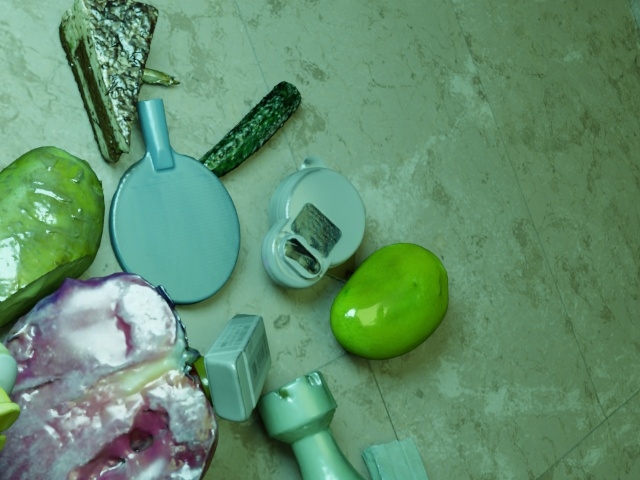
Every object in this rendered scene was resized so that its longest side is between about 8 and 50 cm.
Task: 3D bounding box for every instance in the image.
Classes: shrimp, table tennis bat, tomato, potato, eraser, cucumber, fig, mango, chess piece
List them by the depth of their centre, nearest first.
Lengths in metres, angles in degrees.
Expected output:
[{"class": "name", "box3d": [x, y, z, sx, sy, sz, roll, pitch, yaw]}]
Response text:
[{"class": "tomato", "box3d": [-0.295, 0.220, 1.136, 0.289, 0.176, 0.335, -22, 81, -13]}, {"class": "potato", "box3d": [-0.392, 0.000, 1.136, 0.176, 0.141, 0.298, 25, 55, -7]}, {"class": "eraser", "box3d": [-0.116, 0.175, 1.229, 0.352, 0.061, 0.089, -73, 151, -83]}, {"class": "fig", "box3d": [-0.180, 0.216, 1.306, 0.074, 0.074, 0.088, 17, 39, -36]}, {"class": "table tennis bat", "box3d": [-0.236, -0.060, 1.339, 0.215, 0.044, 0.329, -14, 92, -31]}, {"class": "chess piece", "box3d": [0.007, 0.367, 1.357, 0.194, 0.194, 0.299, -17, 79, -43]}, {"class": "shrimp", "box3d": [-0.283, -0.247, 1.397, 0.114, 0.023, 0.083, 2, 78, -35]}, {"class": "cucumber", "box3d": [-0.129, -0.180, 1.483, 0.067, 0.067, 0.293, 52, 51, -16]}, {"class": "mango", "box3d": [0.129, 0.120, 1.553, 0.273, 0.149, 0.185, -45, 114, -34]}]

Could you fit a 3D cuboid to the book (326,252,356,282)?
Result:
[{"class": "book", "box3d": [0.000, 0.000, 1.571, 0.172, 0.012, 0.118, 24, 62, -34]}]

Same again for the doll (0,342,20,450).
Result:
[{"class": "doll", "box3d": [-0.469, 0.132, 0.999, 0.296, 0.141, 0.117, 35, 30, 10]}]

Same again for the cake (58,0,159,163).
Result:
[{"class": "cake", "box3d": [-0.341, -0.251, 1.290, 0.135, 0.112, 0.246, 15, 74, -25]}]

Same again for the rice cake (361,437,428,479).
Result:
[{"class": "rice cake", "box3d": [0.153, 0.454, 1.485, 0.124, 0.038, 0.211, 2, 52, -40]}]

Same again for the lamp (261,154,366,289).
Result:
[{"class": "lamp", "box3d": [-0.021, -0.020, 1.477, 0.179, 0.108, 0.246, 42, 58, -17]}]
